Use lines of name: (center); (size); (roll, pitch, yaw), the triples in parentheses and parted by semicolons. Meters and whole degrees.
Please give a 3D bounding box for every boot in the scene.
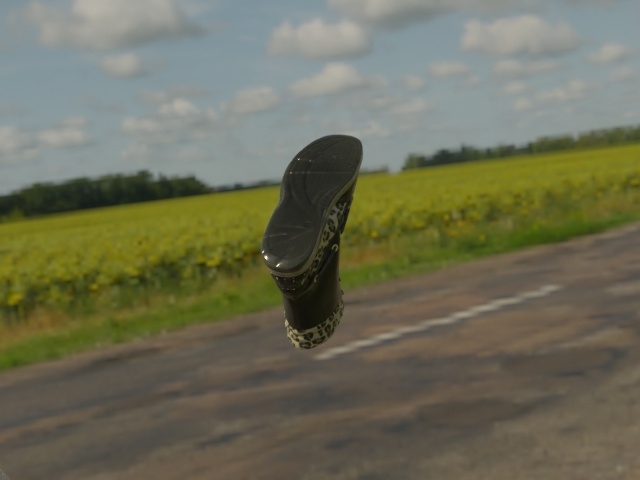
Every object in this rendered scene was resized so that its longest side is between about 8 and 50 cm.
boot: (-0.002, 0.000, 1.651); (0.085, 0.179, 0.236); (9, 49, 18)

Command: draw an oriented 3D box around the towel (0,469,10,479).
towel: (-0.283, 0.364, 1.324); (0.053, 0.317, 0.332); (-25, -12, -13)
